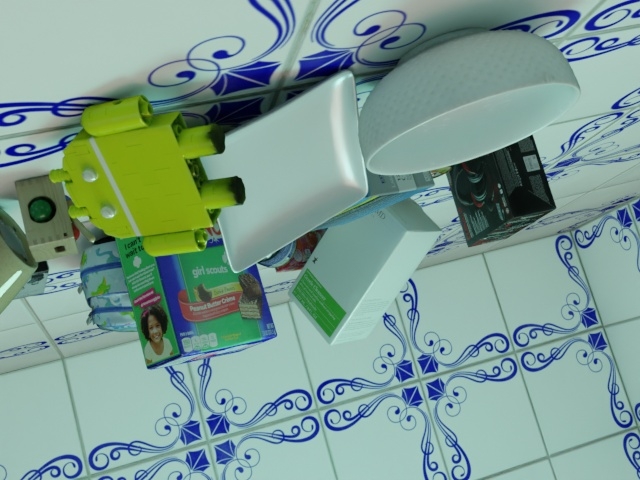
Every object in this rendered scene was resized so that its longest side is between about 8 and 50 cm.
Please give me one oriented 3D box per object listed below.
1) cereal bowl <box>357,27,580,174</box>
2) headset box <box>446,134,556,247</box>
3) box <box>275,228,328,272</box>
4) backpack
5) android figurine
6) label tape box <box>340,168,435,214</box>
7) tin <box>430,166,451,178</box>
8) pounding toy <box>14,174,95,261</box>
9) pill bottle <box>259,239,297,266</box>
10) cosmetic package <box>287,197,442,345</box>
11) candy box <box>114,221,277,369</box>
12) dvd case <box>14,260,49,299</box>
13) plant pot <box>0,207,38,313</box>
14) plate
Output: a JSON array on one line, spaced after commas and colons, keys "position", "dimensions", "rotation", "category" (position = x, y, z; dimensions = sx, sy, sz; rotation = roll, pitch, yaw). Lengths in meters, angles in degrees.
[{"position": [0.212, -0.224, 1.263], "dimensions": [0.338, 0.141, 0.339], "rotation": [-15, 170, -3], "category": "cereal bowl"}, {"position": [0.389, -0.121, 1.861], "dimensions": [0.110, 0.218, 0.293], "rotation": [-12, 169, -14], "category": "headset box"}, {"position": [0.000, 0.000, 2.164], "dimensions": [0.256, 0.123, 0.128], "rotation": [-6, 165, -42], "category": "box"}, {"position": [-0.392, 0.093, 1.806], "dimensions": [0.289, 0.274, 0.356], "rotation": [0, 154, -9], "category": "backpack"}, {"position": [-0.249, -0.085, 1.153], "dimensions": [0.272, 0.248, 0.056], "rotation": [-6, -145, 17], "category": "android figurine"}, {"position": [0.035, -0.101, 1.632], "dimensions": [0.249, 0.115, 0.347], "rotation": [-22, 173, 34], "category": "label tape box"}, {"position": [0.226, -0.166, 1.883], "dimensions": [0.106, 0.040, 0.189], "rotation": [-18, 170, 34], "category": "tin"}, {"position": [-0.425, -0.033, 1.331], "dimensions": [0.100, 0.130, 0.141], "rotation": [-13, 169, -16], "category": "pounding toy"}, {"position": [-0.135, -0.005, 1.936], "dimensions": [0.122, 0.123, 0.219], "rotation": [-18, 170, 8], "category": "pill bottle"}, {"position": [0.102, 0.053, 1.996], "dimensions": [0.155, 0.197, 0.366], "rotation": [-3, 132, -48], "category": "cosmetic package"}, {"position": [-0.247, 0.070, 1.622], "dimensions": [0.122, 0.317, 0.268], "rotation": [-25, 167, 35], "category": "candy box"}, {"position": [-0.718, 0.103, 1.880], "dimensions": [0.179, 0.030, 0.238], "rotation": [-12, 169, -24], "category": "dvd case"}, {"position": [-0.617, 0.068, 1.355], "dimensions": [0.274, 0.257, 0.256], "rotation": [-32, 169, -1], "category": "plant pot"}, {"position": [-0.056, -0.110, 1.292], "dimensions": [0.278, 0.045, 0.277], "rotation": [-31, 141, -16], "category": "plate"}]
